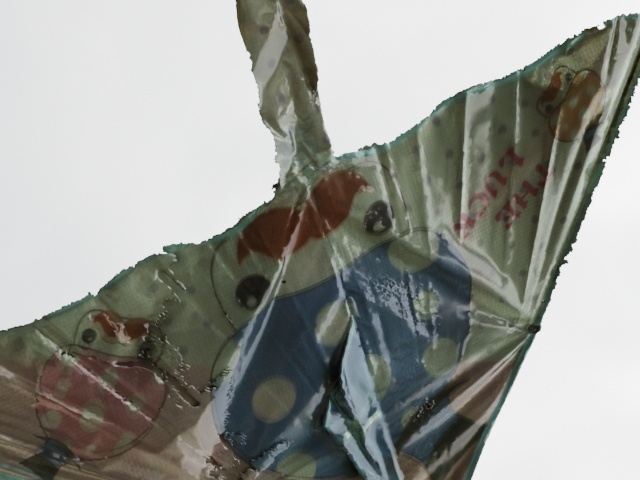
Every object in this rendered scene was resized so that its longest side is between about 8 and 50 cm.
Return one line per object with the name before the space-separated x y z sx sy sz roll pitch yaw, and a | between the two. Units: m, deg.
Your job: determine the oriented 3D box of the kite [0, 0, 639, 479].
kite | 0.000 0.000 0.562 0.011 0.335 0.314 28 -40 55
